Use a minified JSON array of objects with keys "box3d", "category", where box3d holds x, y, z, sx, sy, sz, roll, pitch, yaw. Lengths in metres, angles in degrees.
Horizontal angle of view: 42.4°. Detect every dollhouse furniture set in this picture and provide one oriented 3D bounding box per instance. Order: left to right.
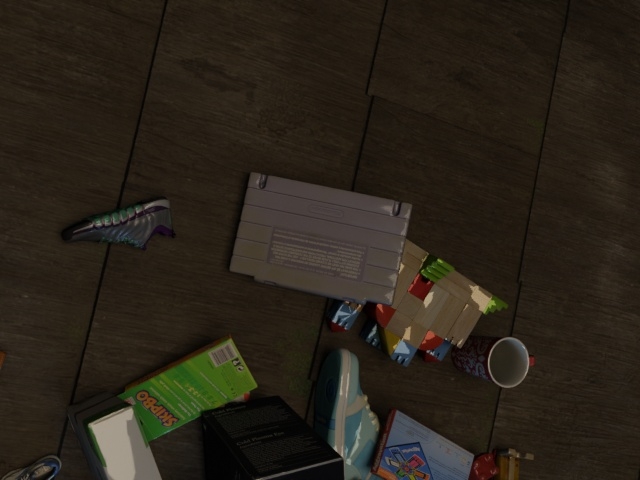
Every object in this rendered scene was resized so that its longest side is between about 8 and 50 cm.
[{"box3d":[0.366,0.672,1.944,0.201,0.152,0.374,20,64,-21],"category":"dollhouse furniture set"}]

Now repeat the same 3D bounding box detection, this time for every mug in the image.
[{"box3d":[0.403,0.284,1.930,0.150,0.169,0.113,33,76,-20],"category":"mug"}]

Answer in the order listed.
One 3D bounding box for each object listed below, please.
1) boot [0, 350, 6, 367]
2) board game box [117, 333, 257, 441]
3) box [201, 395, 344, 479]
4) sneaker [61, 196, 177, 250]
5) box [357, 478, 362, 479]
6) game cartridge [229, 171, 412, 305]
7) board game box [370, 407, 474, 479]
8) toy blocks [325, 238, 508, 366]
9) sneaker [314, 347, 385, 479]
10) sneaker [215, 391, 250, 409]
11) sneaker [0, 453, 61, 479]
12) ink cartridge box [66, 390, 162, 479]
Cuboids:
[{"box3d":[-0.721,0.287,1.494,0.220,0.109,0.284,26,72,-25],"category":"boot"},{"box3d":[-0.270,0.301,1.668,0.259,0.039,0.124,-27,110,-4],"category":"board game box"},{"box3d":[-0.094,0.526,1.602,0.178,0.312,0.344,-8,105,-25],"category":"box"},{"box3d":[-0.395,-0.014,1.641,0.223,0.083,0.098,-19,102,-23],"category":"sneaker"},{"box3d":[0.091,0.655,1.764,0.128,0.123,0.257,-26,116,8],"category":"box"},{"box3d":[0.000,0.000,1.751,0.354,0.068,0.230,12,88,4],"category":"game cartridge"},{"box3d":[0.231,0.493,1.825,0.281,0.027,0.145,35,62,-32],"category":"board game box"},{"box3d":[0.195,0.156,1.858,0.381,0.190,0.261,31,89,-19],"category":"toy blocks"},{"box3d":[0.099,0.392,1.825,0.208,0.127,0.319,2,98,-21],"category":"sneaker"},{"box3d":[-0.220,0.314,1.721,0.161,0.057,0.075,20,76,-25],"category":"sneaker"},{"box3d":[-0.559,0.456,1.573,0.135,0.058,0.052,-33,101,-20],"category":"sneaker"},{"box3d":[-0.394,0.383,1.560,0.092,0.219,0.160,-22,99,-25],"category":"ink cartridge box"}]
